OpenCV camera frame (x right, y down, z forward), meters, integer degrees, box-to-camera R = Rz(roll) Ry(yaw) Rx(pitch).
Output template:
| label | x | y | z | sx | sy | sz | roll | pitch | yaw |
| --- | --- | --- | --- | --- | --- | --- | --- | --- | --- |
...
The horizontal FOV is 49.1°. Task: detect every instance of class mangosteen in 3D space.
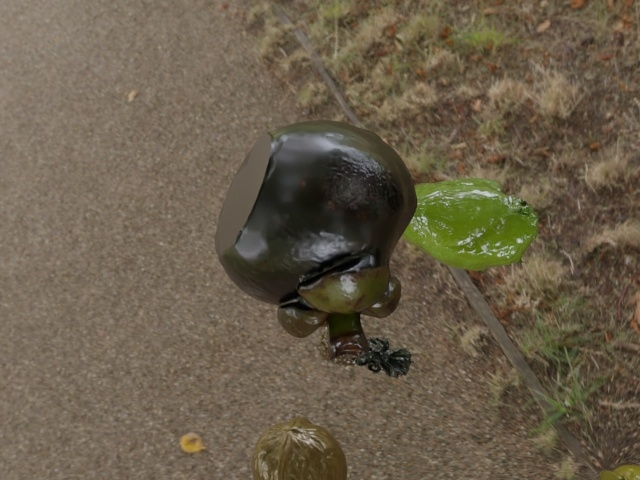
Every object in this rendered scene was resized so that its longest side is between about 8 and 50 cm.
| label | x | y | z | sx | sy | sz | roll | pitch | yaw |
| --- | --- | --- | --- | --- | --- | --- | --- | --- | --- |
| mangosteen | -0.004 | -0.003 | 0.868 | 0.287 | 0.233 | 0.287 | -40 | 38 | 41 |

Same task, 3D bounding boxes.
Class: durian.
| label | x | y | z | sx | sy | sz | roll | pitch | yaw |
| --- | --- | --- | --- | --- | --- | --- | --- | --- | --- |
| durian | 0.328 | -0.044 | 1.656 | 0.340 | 0.204 | 0.255 | -4 | 27 | 9 |

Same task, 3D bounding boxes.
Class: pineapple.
| label | x | y | z | sx | sy | sz | roll | pitch | yaw |
| --- | --- | --- | --- | --- | --- | --- | --- | --- | --- |
| pineapple | 0.077 | 0.190 | 1.183 | 0.160 | 0.074 | 0.074 | 14 | 78 | 23 |

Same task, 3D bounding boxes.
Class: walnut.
| label | x | y | z | sx | sy | sz | roll | pitch | yaw |
| --- | --- | --- | --- | --- | --- | --- | --- | --- | --- |
| walnut | -0.049 | 0.517 | 1.599 | 0.228 | 0.228 | 0.227 | -7 | 70 | 20 |

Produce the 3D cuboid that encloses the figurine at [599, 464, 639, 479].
| label | x | y | z | sx | sy | sz | roll | pitch | yaw |
| --- | --- | --- | --- | --- | --- | --- | --- | --- | --- |
| figurine | 0.685 | 0.498 | 1.304 | 0.169 | 0.327 | 0.218 | 136 | 143 | -55 |
